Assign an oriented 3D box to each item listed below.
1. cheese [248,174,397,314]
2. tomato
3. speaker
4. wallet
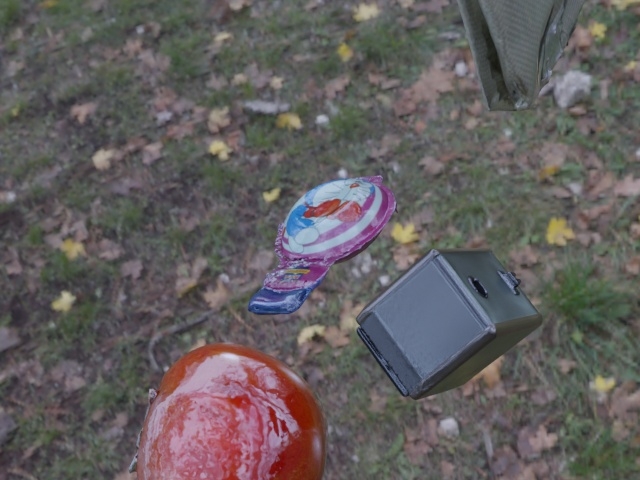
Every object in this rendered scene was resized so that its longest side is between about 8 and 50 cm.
[{"bbox_3d":[0.000,0.000,0.651,0.095,0.038,0.145,-3,39,38],"label":"cheese"},{"bbox_3d":[-0.134,0.319,1.424,0.290,0.293,0.325,12,69,5],"label":"tomato"},{"bbox_3d":[0.191,0.115,1.374,0.192,0.231,0.153,-43,71,22],"label":"speaker"},{"bbox_3d":[0.146,-0.257,0.671,0.068,0.275,0.335,2,46,30],"label":"wallet"}]
